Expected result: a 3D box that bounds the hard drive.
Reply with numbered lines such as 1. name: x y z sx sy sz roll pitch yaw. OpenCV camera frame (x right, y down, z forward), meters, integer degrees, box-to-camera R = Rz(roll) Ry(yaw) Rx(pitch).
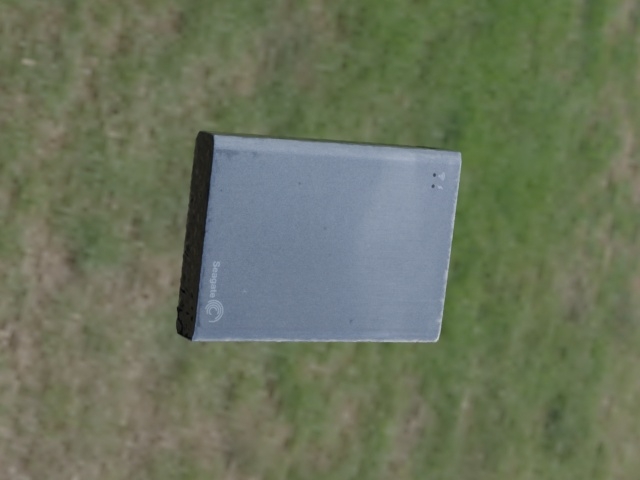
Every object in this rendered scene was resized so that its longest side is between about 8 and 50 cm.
1. hard drive: 0.000 0.000 0.844 0.135 0.022 0.094 2 99 -31
